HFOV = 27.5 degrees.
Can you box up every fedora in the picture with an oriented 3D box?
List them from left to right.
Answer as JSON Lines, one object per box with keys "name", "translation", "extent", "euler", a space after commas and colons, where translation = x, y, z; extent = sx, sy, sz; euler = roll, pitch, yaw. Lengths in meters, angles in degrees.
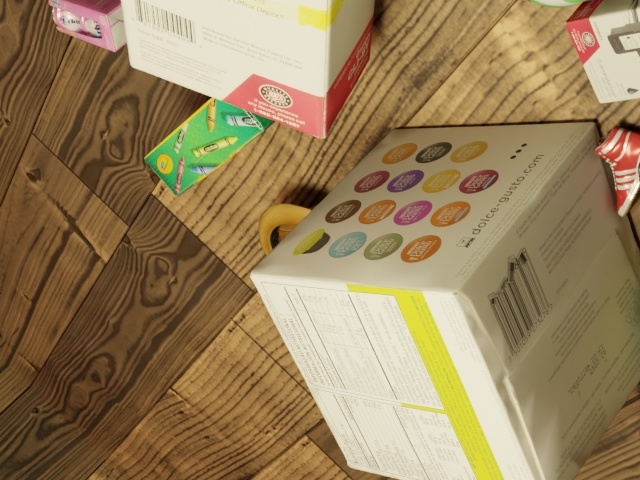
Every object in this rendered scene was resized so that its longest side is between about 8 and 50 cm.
{"name": "fedora", "translation": [0.000, 0.000, 1.991], "extent": [0.194, 0.079, 0.194], "euler": [21, 139, 20]}

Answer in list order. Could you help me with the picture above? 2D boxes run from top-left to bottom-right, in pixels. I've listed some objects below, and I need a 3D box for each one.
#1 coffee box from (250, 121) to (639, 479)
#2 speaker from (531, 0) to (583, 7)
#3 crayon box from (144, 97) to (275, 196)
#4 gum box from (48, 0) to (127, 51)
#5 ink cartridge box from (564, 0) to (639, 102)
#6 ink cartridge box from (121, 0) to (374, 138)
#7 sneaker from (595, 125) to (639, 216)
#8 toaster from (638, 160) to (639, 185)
{"name": "coffee box", "translation": [0.182, 0.083, 1.666], "extent": [0.334, 0.337, 0.338], "euler": [3, 129, 44]}
{"name": "speaker", "translation": [0.258, -0.325, 1.266], "extent": [0.131, 0.131, 0.296], "euler": [41, 171, 4]}
{"name": "crayon box", "translation": [-0.120, -0.178, 1.852], "extent": [0.081, 0.165, 0.278], "euler": [50, 145, -7]}
{"name": "gum box", "translation": [-0.276, -0.342, 1.821], "extent": [0.107, 0.188, 0.062], "euler": [22, 140, 28]}
{"name": "ink cartridge box", "translation": [0.358, -0.217, 1.419], "extent": [0.150, 0.063, 0.109], "euler": [-4, 123, 47]}
{"name": "ink cartridge box", "translation": [-0.082, -0.333, 1.507], "extent": [0.279, 0.160, 0.384], "euler": [23, 149, 13]}
{"name": "sneaker", "translation": [0.358, -0.086, 1.572], "extent": [0.067, 0.042, 0.118], "euler": [26, 134, 18]}
{"name": "toaster", "translation": [0.450, -0.041, 1.467], "extent": [0.186, 0.110, 0.168], "euler": [8, 131, 40]}
